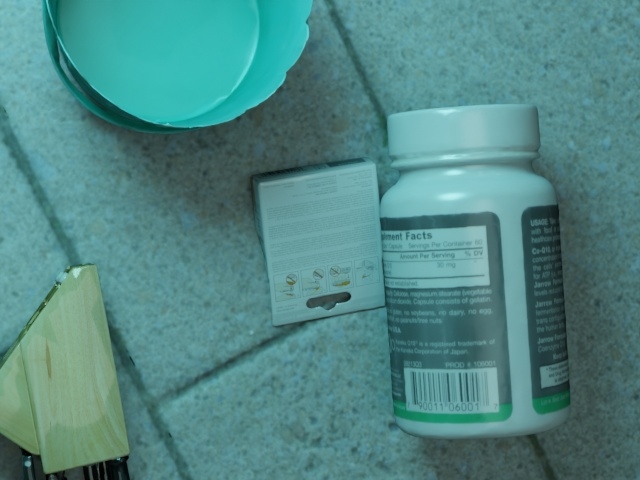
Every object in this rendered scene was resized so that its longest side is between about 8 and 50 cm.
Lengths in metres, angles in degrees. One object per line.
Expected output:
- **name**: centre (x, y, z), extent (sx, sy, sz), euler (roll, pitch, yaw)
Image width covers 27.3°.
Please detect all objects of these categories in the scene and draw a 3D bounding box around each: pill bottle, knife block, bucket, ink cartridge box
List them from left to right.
- **knife block**: centre (-0.249, 0.194, 1.451), extent (0.242, 0.088, 0.275), euler (36, 82, -13)
- **bucket**: centre (-0.161, -0.246, 1.416), extent (0.281, 0.183, 0.281), euler (0, 91, -14)
- **ink cartridge box**: centre (0.000, 0.000, 1.545), extent (0.146, 0.045, 0.179), euler (-10, 112, -14)
- **pill bottle**: centre (0.172, 0.032, 1.494), extent (0.204, 0.204, 0.360), euler (-4, 92, -14)
